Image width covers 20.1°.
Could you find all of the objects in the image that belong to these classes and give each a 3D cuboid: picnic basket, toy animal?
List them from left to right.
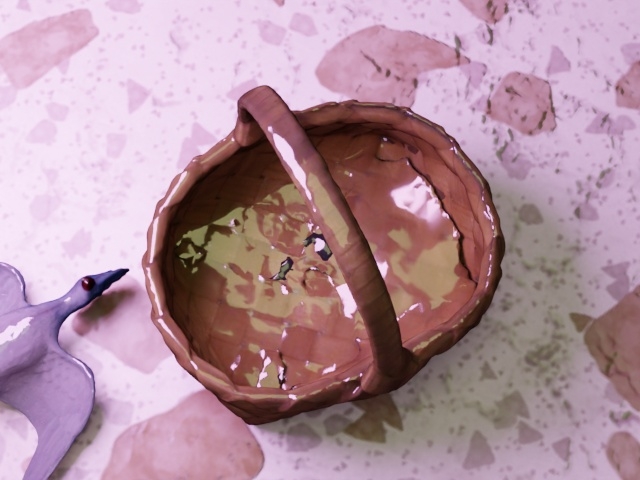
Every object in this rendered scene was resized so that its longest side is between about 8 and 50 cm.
[{"bbox_3d":[-0.296,0.115,1.735,0.255,0.176,0.239,-42,72,26],"label":"toy animal"},{"bbox_3d":[0.000,0.000,1.632,0.337,0.337,0.293,-27,76,-5],"label":"picnic basket"}]
